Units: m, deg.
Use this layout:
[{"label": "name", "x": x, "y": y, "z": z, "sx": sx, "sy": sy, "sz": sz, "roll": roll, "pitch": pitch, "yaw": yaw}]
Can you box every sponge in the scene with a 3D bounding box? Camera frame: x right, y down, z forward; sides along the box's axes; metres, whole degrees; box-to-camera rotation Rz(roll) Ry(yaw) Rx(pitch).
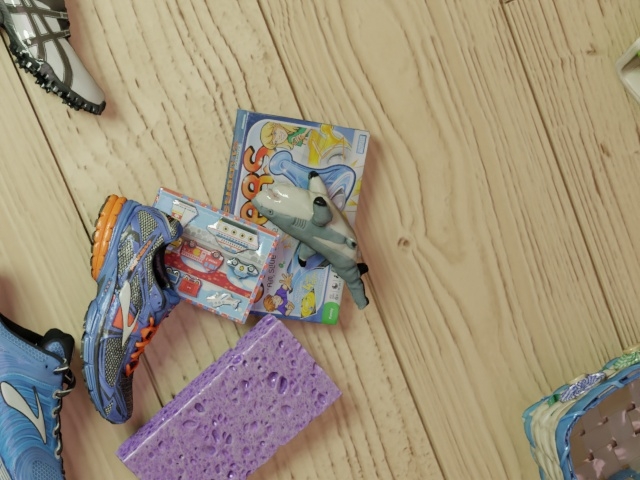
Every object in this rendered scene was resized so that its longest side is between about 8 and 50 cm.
[{"label": "sponge", "x": -0.091, "y": 0.182, "z": 1.784, "sx": 0.210, "sy": 0.031, "sz": 0.117, "roll": -42, "pitch": 120, "yaw": -6}]

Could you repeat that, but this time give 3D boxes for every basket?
[{"label": "basket", "x": 0.354, "y": 0.223, "z": 1.846, "sx": 0.254, "sy": 0.289, "sz": 0.201, "roll": -27, "pitch": 111, "yaw": -20}]

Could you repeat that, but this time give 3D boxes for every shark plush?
[{"label": "shark plush", "x": 0.000, "y": 0.000, "z": 1.780, "sx": 0.067, "sy": 0.073, "sz": 0.161, "roll": -32, "pitch": 127, "yaw": 9}]

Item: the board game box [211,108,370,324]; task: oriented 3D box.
[{"label": "board game box", "x": -0.034, "y": -0.023, "z": 1.796, "sx": 0.136, "sy": 0.035, "sz": 0.201, "roll": 7, "pitch": 94, "yaw": -23}]

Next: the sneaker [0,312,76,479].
[{"label": "sneaker", "x": -0.277, "y": 0.159, "z": 1.673, "sx": 0.147, "sy": 0.130, "sz": 0.330, "roll": -30, "pitch": 107, "yaw": -13}]

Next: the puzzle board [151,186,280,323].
[{"label": "puzzle board", "x": -0.116, "y": 0.015, "z": 1.751, "sx": 0.128, "sy": 0.011, "sz": 0.096, "roll": 22, "pitch": 94, "yaw": -1}]

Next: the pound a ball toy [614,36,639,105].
[{"label": "pound a ball toy", "x": 0.449, "y": -0.277, "z": 1.924, "sx": 0.319, "sy": 0.136, "sz": 0.208, "roll": -41, "pitch": 84, "yaw": -12}]

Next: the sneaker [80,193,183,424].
[{"label": "sneaker", "x": -0.180, "y": 0.069, "z": 1.711, "sx": 0.087, "sy": 0.083, "sz": 0.221, "roll": 6, "pitch": 97, "yaw": 3}]

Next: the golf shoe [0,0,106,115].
[{"label": "golf shoe", "x": -0.257, "y": -0.202, "z": 1.661, "sx": 0.094, "sy": 0.077, "sz": 0.198, "roll": -48, "pitch": 112, "yaw": -10}]
